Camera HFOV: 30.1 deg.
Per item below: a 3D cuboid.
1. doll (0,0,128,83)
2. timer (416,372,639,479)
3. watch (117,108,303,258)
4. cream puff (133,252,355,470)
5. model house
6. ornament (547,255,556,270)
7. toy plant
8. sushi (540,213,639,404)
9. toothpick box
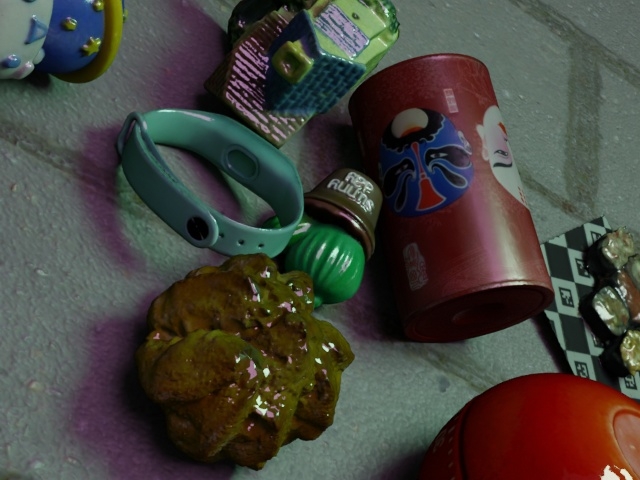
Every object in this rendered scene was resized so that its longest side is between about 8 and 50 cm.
[{"bbox_3d":[-0.316,-0.279,1.270,0.243,0.311,0.160,-28,57,-37],"label":"doll"},{"bbox_3d":[0.293,0.332,1.368,0.378,0.279,0.378,30,33,-22],"label":"timer"},{"bbox_3d":[-0.128,-0.072,1.398,0.237,0.068,0.195,38,36,9],"label":"watch"},{"bbox_3d":[-0.081,0.126,1.290,0.244,0.196,0.244,54,19,-29],"label":"cream puff"},{"bbox_3d":[-0.038,-0.234,1.487,0.195,0.214,0.189,45,39,-11],"label":"model house"},{"bbox_3d":[0.302,0.044,1.746,0.073,0.028,0.125,43,44,-10],"label":"ornament"},{"bbox_3d":[0.000,0.000,1.477,0.143,0.105,0.200,33,61,-1],"label":"toy plant"},{"bbox_3d":[0.447,0.107,1.785,0.292,0.059,0.294,-22,85,-47],"label":"sushi"},{"bbox_3d":[0.168,-0.054,1.572,0.204,0.204,0.333,4,63,-38],"label":"toothpick box"}]
